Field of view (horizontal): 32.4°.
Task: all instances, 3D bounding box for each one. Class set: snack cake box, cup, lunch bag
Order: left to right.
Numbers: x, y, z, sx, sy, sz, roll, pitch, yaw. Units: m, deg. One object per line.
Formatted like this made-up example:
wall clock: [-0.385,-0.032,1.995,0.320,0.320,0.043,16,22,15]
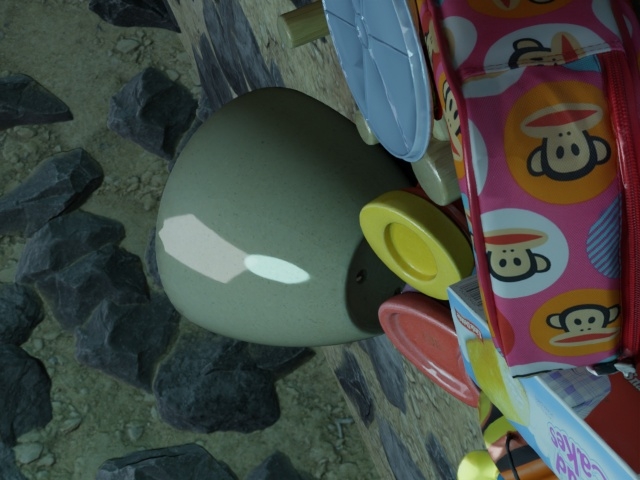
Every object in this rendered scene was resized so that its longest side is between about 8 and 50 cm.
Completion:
cup: [0.000,0.000,1.350,0.237,0.331,0.331,24,140,40]
lunch bag: [0.137,-0.060,0.710,0.293,0.120,0.258,-90,-12,-46]
snack cake box: [0.215,0.093,0.759,0.264,0.152,0.089,-129,20,-60]

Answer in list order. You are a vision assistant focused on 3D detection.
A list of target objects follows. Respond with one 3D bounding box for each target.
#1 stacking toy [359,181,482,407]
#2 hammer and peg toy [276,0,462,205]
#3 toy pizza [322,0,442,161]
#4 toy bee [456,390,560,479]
stacking toy: [0.190,0.060,1.087,0.279,0.130,0.309,34,158,23]
hammer and peg toy: [0.067,-0.216,0.971,0.361,0.127,0.266,55,163,43]
toy pizza: [0.044,-0.155,0.795,0.201,0.032,0.201,160,90,-81]
toy bee: [0.196,0.161,0.910,0.298,0.195,0.162,54,-159,-63]
